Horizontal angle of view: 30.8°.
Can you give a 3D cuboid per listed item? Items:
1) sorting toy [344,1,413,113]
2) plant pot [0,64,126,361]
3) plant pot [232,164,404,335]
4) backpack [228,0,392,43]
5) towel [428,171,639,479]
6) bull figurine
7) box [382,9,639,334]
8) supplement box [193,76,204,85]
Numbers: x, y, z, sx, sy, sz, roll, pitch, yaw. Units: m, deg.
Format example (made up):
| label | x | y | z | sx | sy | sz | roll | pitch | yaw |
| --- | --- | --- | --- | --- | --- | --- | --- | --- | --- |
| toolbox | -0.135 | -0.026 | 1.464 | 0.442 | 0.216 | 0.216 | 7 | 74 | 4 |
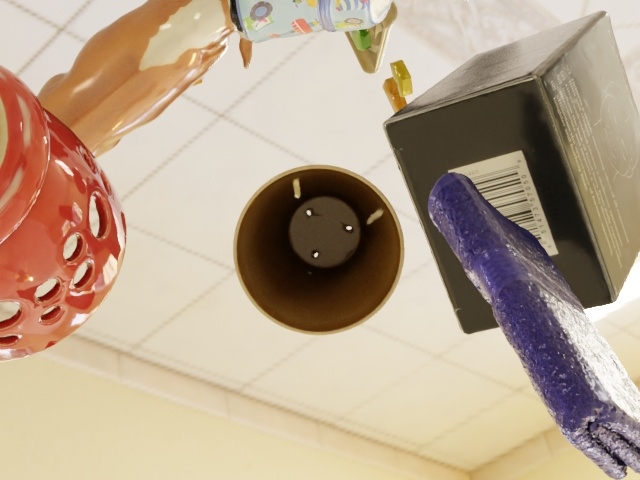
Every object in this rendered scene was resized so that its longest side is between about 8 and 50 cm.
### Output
| label | x | y | z | sx | sy | sz | roll | pitch | yaw |
| --- | --- | --- | --- | --- | --- | --- | --- | --- | --- |
| sorting toy | 0.075 | -0.369 | 1.968 | 0.041 | 0.307 | 0.229 | -22 | 169 | -12 |
| plant pot | -0.253 | -0.025 | 0.839 | 0.191 | 0.191 | 0.174 | -13 | 157 | 1 |
| plant pot | 0.000 | 0.000 | 1.721 | 0.237 | 0.237 | 0.254 | -14 | -174 | 3 |
| backpack | 0.017 | -0.174 | 0.537 | 0.116 | 0.158 | 0.173 | 11 | 108 | 5 |
| towel | 0.220 | 0.091 | 1.165 | 0.076 | 0.308 | 0.227 | -39 | 141 | 16 |
| bull figurine | -0.161 | -0.180 | 1.136 | 0.310 | 0.188 | 0.101 | -32 | 106 | 7 |
| box | 0.287 | -0.102 | 1.539 | 0.212 | 0.395 | 0.294 | -15 | 103 | 31 |
| supplement box | -0.222 | -0.276 | 1.749 | 0.062 | 0.036 | 0.098 | -18 | 110 | 6 |
